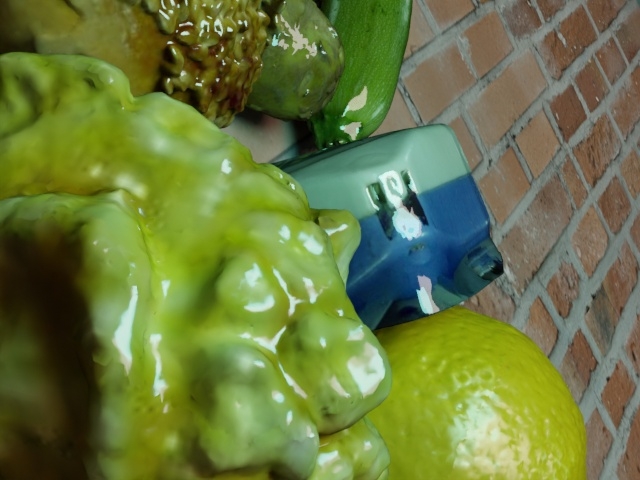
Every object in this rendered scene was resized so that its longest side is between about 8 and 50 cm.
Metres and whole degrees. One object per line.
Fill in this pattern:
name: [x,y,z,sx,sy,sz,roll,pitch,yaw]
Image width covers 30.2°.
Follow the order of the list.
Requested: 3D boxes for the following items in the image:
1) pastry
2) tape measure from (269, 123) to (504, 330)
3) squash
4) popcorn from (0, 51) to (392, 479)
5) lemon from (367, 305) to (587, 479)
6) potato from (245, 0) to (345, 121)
pastry: [-0.125,-0.201,0.879,0.315,0.184,0.284,17,67,-80]
tape measure: [0.002,-0.002,0.963,0.259,0.262,0.138,-19,93,-71]
squash: [0.044,-0.227,1.307,0.107,0.107,0.395,44,38,-33]
popcorn: [-0.112,0.062,0.741,0.274,0.335,0.279,-41,150,-21]
lemon: [0.082,0.183,0.967,0.293,0.293,0.293,33,46,-42]
potato: [-0.077,-0.216,1.120,0.251,0.113,0.149,39,50,-22]
